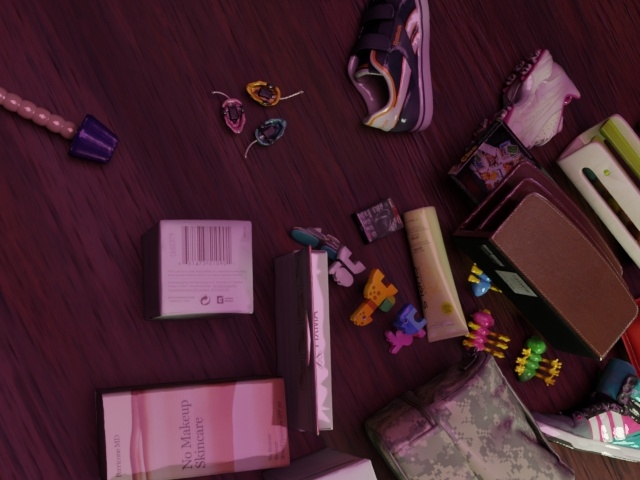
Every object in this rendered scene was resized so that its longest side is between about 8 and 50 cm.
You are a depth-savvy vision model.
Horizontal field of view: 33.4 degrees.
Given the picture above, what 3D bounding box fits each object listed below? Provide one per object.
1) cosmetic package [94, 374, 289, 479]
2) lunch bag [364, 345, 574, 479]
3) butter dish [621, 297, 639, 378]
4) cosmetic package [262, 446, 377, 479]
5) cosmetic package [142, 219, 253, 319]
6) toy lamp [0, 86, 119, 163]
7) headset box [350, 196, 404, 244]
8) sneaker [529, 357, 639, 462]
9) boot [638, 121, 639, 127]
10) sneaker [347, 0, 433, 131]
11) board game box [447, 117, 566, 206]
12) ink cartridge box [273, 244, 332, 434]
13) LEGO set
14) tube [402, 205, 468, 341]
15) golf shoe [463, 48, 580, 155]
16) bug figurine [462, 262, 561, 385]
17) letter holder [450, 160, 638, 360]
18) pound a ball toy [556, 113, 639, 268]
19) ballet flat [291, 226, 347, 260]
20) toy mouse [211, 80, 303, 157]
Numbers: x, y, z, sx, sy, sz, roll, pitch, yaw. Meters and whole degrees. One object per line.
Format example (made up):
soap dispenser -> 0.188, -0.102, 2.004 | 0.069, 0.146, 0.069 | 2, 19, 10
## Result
cosmetic package -> -0.211, 0.305, 1.739 | 0.296, 0.129, 0.153 | -4, 86, -17
lunch bag -> 0.260, 0.367, 1.819 | 0.256, 0.212, 0.305 | -35, 94, -5
butter dish -> 0.659, 0.179, 2.013 | 0.160, 0.118, 0.160 | -20, 90, -34
cosmetic package -> 0.020, 0.473, 1.740 | 0.138, 0.225, 0.224 | -18, 89, -16
cosmetic package -> -0.204, 0.051, 1.741 | 0.151, 0.184, 0.151 | 0, 83, -17
toy lamp -> -0.463, -0.208, 1.748 | 0.275, 0.080, 0.080 | 28, 77, -12
headset box -> 0.107, -0.037, 1.926 | 0.083, 0.032, 0.062 | -26, 92, -19
sneaker -> 0.509, 0.301, 1.960 | 0.296, 0.124, 0.178 | 15, 85, -23
boot -> 0.787, -0.255, 2.123 | 0.295, 0.104, 0.211 | -41, 96, -13
sneaker -> 0.121, -0.355, 1.918 | 0.127, 0.126, 0.321 | -4, 87, -23
board game box -> 0.352, -0.091, 1.943 | 0.136, 0.030, 0.260 | -49, 122, -3
ink cartridge box -> -0.016, 0.163, 1.745 | 0.066, 0.261, 0.296 | 0, 84, -16
LEGO set -> 0.095, 0.122, 1.859 | 0.093, 0.087, 0.227 | -47, 107, -14
tube -> 0.204, 0.060, 1.922 | 0.062, 0.070, 0.240 | -12, 86, -5
golf shoe -> 0.380, -0.211, 1.991 | 0.140, 0.115, 0.306 | 37, 76, -13
bug figurine -> 0.364, 0.139, 1.964 | 0.279, 0.072, 0.216 | 25, 83, -18
letter holder -> 0.422, 0.024, 1.861 | 0.302, 0.152, 0.214 | 46, 78, -14
pound a ball toy -> 0.612, -0.087, 2.053 | 0.319, 0.136, 0.208 | 51, 48, -6
ballet flat -> 0.000, 0.000, 1.891 | 0.114, 0.041, 0.041 | 30, 76, -12
toy mouse -> -0.121, -0.210, 1.876 | 0.161, 0.031, 0.143 | 11, 80, -15
